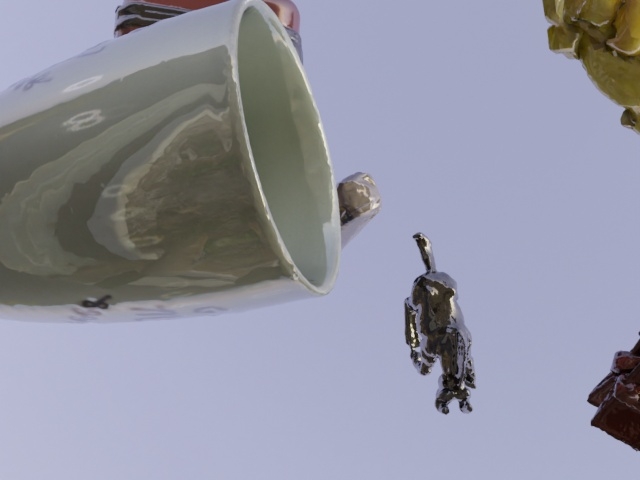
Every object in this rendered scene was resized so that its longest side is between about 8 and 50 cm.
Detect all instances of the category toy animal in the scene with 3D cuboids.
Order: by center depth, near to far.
[{"bbox_3d":[0.159,0.109,1.132,0.084,0.232,0.148,-5,-21,-5],"label":"toy animal"}]

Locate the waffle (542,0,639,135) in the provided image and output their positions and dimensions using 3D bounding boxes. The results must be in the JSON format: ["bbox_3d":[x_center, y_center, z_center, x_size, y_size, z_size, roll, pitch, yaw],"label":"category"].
[{"bbox_3d":[0.200,-0.161,0.353,0.262,0.060,0.280,-26,-81,9],"label":"waffle"}]

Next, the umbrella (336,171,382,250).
[{"bbox_3d":[0.000,0.000,1.359,0.067,0.073,0.337,-3,-23,-24],"label":"umbrella"}]

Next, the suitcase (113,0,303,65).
[{"bbox_3d":[-0.137,-0.188,1.143,0.236,0.161,0.297,7,-21,-1],"label":"suitcase"}]

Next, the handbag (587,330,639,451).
[{"bbox_3d":[0.466,0.160,0.955,0.275,0.084,0.260,25,-55,-3],"label":"handbag"}]

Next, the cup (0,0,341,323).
[{"bbox_3d":[-0.113,-0.037,0.610,0.234,0.258,0.186,-12,-89,16],"label":"cup"}]
